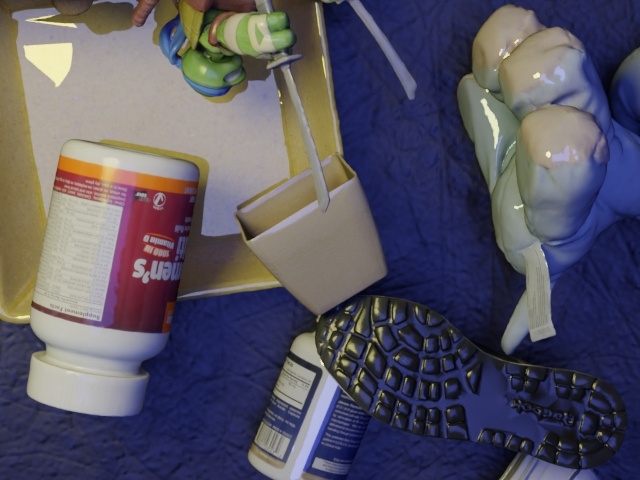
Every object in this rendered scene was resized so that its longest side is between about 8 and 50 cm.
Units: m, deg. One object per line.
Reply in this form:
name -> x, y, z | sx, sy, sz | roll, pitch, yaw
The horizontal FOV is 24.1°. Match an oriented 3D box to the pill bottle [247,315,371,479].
pill bottle -> 0.005, 0.142, 1.384 | 0.094, 0.094, 0.169 | 22, 93, -3

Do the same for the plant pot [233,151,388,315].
plant pot -> 0.000, 0.000, 1.295 | 0.109, 0.109, 0.096 | -31, 106, 0

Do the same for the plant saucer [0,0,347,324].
plant saucer -> -0.152, -0.111, 1.370 | 0.333, 0.081, 0.332 | -8, 95, -2

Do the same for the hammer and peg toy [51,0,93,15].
hammer and peg toy -> -0.354, -0.307, 1.277 | 0.361, 0.127, 0.266 | 0, 62, 3

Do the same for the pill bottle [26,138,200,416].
pill bottle -> -0.181, 0.031, 1.277 | 0.121, 0.121, 0.221 | 11, 93, -3

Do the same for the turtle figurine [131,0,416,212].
turtle figurine -> -0.012, -0.218, 1.217 | 0.275, 0.198, 0.266 | 35, 133, 32

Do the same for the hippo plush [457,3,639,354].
hippo plush -> 0.270, -0.074, 1.307 | 0.236, 0.234, 0.294 | -9, 81, -9

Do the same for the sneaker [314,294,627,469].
sneaker -> 0.123, 0.134, 1.342 | 0.283, 0.124, 0.107 | 23, 84, -4

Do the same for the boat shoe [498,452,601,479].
boat shoe -> 0.143, 0.287, 1.399 | 0.088, 0.096, 0.267 | 44, 89, 2
